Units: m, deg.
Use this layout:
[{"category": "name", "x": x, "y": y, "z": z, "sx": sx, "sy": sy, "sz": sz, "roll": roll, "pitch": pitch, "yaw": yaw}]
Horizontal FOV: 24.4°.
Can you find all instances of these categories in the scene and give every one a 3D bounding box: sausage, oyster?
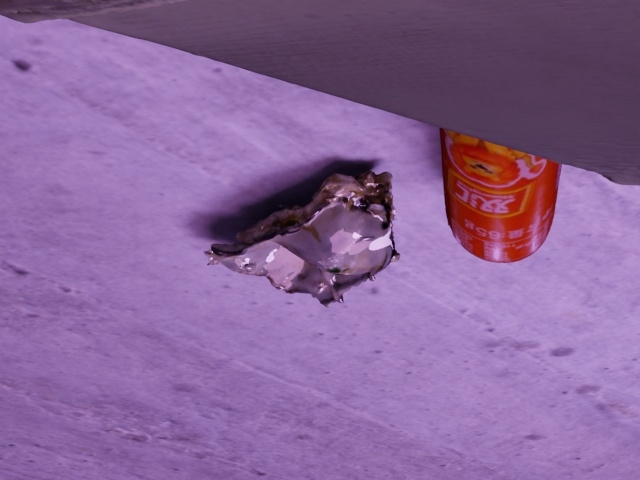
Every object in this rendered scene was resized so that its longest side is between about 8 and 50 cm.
[{"category": "sausage", "x": 0.105, "y": -0.052, "z": 0.869, "sx": 0.074, "sy": 0.074, "sz": 0.274, "roll": -4, "pitch": 157, "yaw": 5}, {"category": "oyster", "x": 0.002, "y": 0.003, "z": 1.005, "sx": 0.108, "sy": 0.053, "sz": 0.166, "roll": 36, "pitch": 146, "yaw": -27}]

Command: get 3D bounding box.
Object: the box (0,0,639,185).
[{"category": "box", "x": 0.107, "y": -0.125, "z": 0.473, "sx": 0.344, "sy": 0.177, "sz": 0.352, "roll": 15, "pitch": 172, "yaw": -38}]
